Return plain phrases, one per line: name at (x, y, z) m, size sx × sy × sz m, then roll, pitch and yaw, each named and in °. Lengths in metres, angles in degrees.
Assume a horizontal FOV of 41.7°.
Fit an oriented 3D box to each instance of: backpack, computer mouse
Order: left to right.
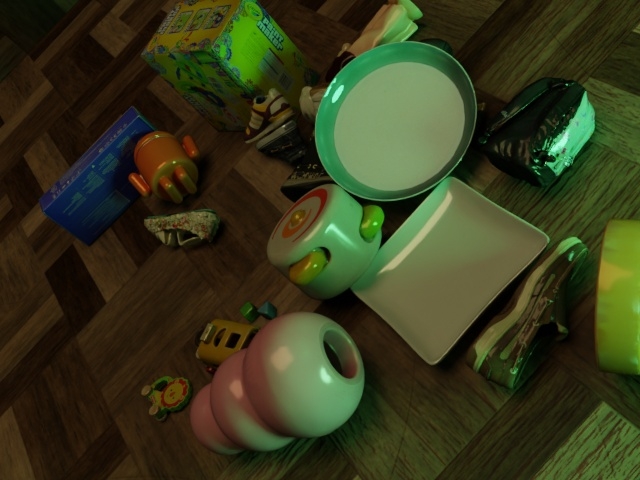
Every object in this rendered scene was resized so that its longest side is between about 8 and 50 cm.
computer mouse at (0.232, -0.291, 1.623) m, size 0.184 × 0.060 × 0.262 m, roll 10°, pitch 69°, yaw 20°
backpack at (0.379, -0.187, 1.425) m, size 0.152 × 0.115 × 0.182 m, roll 34°, pitch 81°, yaw 38°

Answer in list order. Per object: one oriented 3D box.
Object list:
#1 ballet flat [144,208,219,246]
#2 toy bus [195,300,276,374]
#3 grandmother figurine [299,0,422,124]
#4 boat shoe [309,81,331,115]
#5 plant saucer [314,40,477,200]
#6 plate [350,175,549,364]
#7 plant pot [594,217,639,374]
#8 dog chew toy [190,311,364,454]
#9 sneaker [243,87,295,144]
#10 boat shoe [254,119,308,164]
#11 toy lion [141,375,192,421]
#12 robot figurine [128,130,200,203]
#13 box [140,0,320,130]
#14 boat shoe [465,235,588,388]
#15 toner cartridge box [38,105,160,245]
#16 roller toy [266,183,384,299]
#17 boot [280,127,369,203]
ballet flat at (-0.329, -0.025, 1.939) m, size 0.241 × 0.091 × 0.077 m, roll -5°, pitch 77°, yaw 43°
toy bus at (-0.181, 0.200, 1.601) m, size 0.202 × 0.104 × 0.191 m, roll -35°, pitch 41°, yaw 13°
grandmother figurine at (0.081, -0.398, 1.881) m, size 0.342 × 0.104 × 0.208 m, roll -48°, pitch 12°, yaw 3°
boat shoe at (0.119, -0.298, 1.767) m, size 0.277 × 0.096 × 0.098 m, roll -5°, pitch 21°, yaw 18°
plant saucer at (0.142, -0.222, 1.589) m, size 0.317 × 0.043 × 0.318 m, roll -6°, pitch 74°, yaw 21°
plate at (0.214, 0.048, 1.428) m, size 0.277 × 0.045 × 0.278 m, roll -48°, pitch 40°, yaw 0°
plant pot at (0.465, 0.077, 1.085) m, size 0.187 × 0.205 × 0.205 m, roll 3°, pitch 59°, yaw 25°
dog chew toy at (-0.089, 0.257, 1.410) m, size 0.331 × 0.206 × 0.207 m, roll -32°, pitch 41°, yaw 28°
sneaker at (-0.128, -0.280, 1.881) m, size 0.069 × 0.084 × 0.185 m, roll -36°, pitch 8°, yaw -38°
boat shoe at (-0.087, -0.205, 1.890) m, size 0.065 × 0.083 × 0.183 m, roll -33°, pitch 6°, yaw -23°
toy lion at (-0.302, 0.307, 1.680) m, size 0.096 × 0.034 × 0.100 m, roll -39°, pitch 39°, yaw -2°
robot figurine at (-0.382, -0.183, 2.061) m, size 0.219 × 0.128 × 0.158 m, roll 52°, pitch 123°, yaw 40°
box at (-0.212, -0.412, 1.990) m, size 0.279 × 0.290 × 0.177 m, roll 8°, pitch 63°, yaw 43°
boat shoe at (0.331, 0.113, 1.255) m, size 0.095 × 0.095 × 0.257 m, roll 37°, pitch 83°, yaw 26°
toner cartridge box at (-0.543, -0.164, 2.173) m, size 0.348 × 0.165 × 0.075 m, roll -44°, pitch 40°, yaw 2°
roller toy at (0.000, 0.000, 1.543) m, size 0.209 × 0.146 × 0.191 m, roll -54°, pitch 22°, yaw -13°
boot at (0.040, -0.163, 1.726) m, size 0.236 × 0.085 × 0.179 m, roll 0°, pitch 55°, yaw 39°
